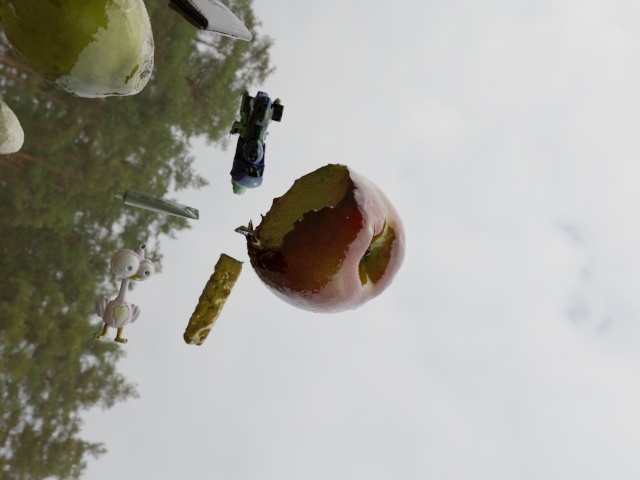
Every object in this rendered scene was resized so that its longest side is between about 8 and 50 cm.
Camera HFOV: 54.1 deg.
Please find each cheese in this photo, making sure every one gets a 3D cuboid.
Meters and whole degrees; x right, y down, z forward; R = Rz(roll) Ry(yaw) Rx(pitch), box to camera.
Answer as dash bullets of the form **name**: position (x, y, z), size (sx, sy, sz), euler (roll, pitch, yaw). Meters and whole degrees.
- **cheese**: position (-1.037, -0.324, 1.884), size (0.351, 0.130, 0.328), euler (47, -50, 11)

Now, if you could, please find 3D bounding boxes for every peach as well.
- **peach**: position (0.018, 0.012, 1.455), size (0.335, 0.310, 0.406), euler (-49, -158, -26)

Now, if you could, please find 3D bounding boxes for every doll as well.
- **doll**: position (-0.683, 0.175, 2.189), size (0.094, 0.160, 0.365), euler (25, -84, 58)

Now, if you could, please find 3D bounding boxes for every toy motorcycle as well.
- **toy motorcycle**: position (-0.210, -0.286, 1.902), size (0.196, 0.125, 0.331), euler (-133, -123, -62)

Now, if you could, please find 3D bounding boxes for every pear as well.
- **pear**: position (-0.472, -0.419, 1.229), size (0.269, 0.321, 0.269), euler (-49, -167, 15)

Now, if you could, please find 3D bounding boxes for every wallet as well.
- **wallet**: position (-0.291, -0.587, 1.619), size (0.182, 0.229, 0.049), euler (44, -65, 13)

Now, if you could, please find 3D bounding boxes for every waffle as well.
- **waffle**: position (-0.235, 0.131, 1.356), size (0.210, 0.055, 0.160), euler (-64, -171, -8)

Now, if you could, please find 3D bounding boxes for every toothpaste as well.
- **toothpaste**: position (-0.418, -0.093, 1.612), size (0.064, 0.218, 0.041), euler (-113, -138, -60)
